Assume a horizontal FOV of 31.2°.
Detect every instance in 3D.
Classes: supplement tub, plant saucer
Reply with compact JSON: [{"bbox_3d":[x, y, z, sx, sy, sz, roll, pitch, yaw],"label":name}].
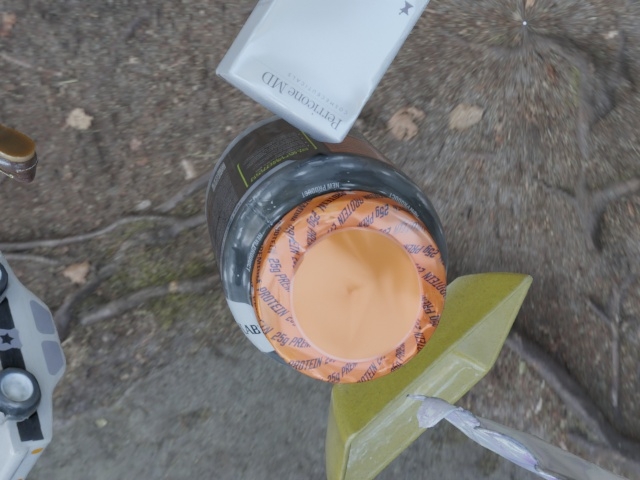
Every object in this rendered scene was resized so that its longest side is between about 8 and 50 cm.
[{"bbox_3d":[0.000,0.000,1.106,0.207,0.338,0.207,-2,106,-8],"label":"supplement tub"},{"bbox_3d":[0.121,0.191,1.555,0.332,0.333,0.081,-40,70,-20],"label":"plant saucer"}]

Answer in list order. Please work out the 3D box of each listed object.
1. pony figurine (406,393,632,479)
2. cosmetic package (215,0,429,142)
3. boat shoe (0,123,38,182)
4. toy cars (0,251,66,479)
[{"bbox_3d":[0.255,0.209,0.733,0.302,0.351,0.364,-10,64,42],"label":"pony figurine"},{"bbox_3d":[0.022,-0.208,0.977,0.117,0.085,0.231,31,89,-16],"label":"cosmetic package"},{"bbox_3d":[-0.533,-0.161,1.819,0.207,0.073,0.073,36,146,19],"label":"boat shoe"},{"bbox_3d":[-0.290,0.062,0.953,0.393,0.087,0.177,26,115,51],"label":"toy cars"}]
